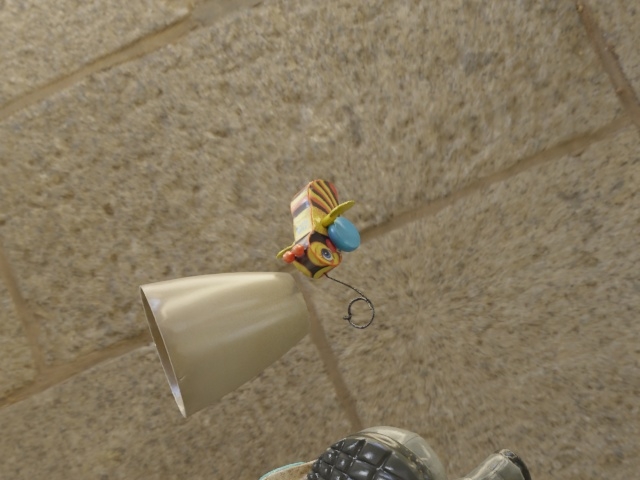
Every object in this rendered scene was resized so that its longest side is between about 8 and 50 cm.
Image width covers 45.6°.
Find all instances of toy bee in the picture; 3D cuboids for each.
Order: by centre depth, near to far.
[{"bbox_3d":[0.000,0.000,1.414,0.195,0.162,0.298,-55,46,19],"label":"toy bee"}]

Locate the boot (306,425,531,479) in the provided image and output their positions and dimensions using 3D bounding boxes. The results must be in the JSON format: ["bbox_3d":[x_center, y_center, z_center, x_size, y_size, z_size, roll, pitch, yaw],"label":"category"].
[{"bbox_3d":[0.073,0.174,0.484,0.161,0.246,0.083,-27,46,-33],"label":"boot"}]

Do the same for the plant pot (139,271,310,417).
[{"bbox_3d":[-0.169,0.162,1.437,0.274,0.256,0.256,-19,82,-17],"label":"plant pot"}]

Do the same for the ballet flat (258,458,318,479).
[{"bbox_3d":[-0.001,0.339,1.067,0.206,0.073,0.067,-27,46,17],"label":"ballet flat"}]
